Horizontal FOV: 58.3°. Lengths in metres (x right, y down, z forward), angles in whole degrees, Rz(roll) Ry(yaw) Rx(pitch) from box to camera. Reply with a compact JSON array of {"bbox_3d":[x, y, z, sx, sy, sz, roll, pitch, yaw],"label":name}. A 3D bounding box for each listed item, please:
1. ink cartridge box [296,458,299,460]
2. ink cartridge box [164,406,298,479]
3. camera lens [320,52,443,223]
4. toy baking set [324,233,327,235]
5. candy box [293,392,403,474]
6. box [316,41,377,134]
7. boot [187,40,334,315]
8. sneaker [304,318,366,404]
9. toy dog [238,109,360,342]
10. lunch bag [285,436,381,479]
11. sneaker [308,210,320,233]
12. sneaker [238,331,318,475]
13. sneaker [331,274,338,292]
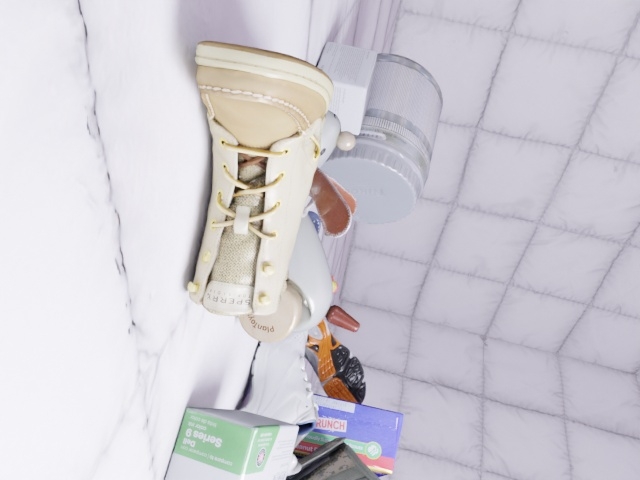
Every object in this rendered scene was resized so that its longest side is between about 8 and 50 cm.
[{"bbox_3d":[-0.064,0.568,1.022,0.283,0.117,0.207,-58,145,-50],"label":"ink cartridge box"},{"bbox_3d":[-0.112,0.304,0.643,0.154,0.093,0.212,48,54,-68],"label":"ink cartridge box"},{"bbox_3d":[0.109,-0.199,1.098,0.219,0.219,0.274,94,11,-60],"label":"camera lens"},{"bbox_3d":[0.056,-0.125,1.743,0.197,0.030,0.256,-55,158,-75],"label":"toy baking set"},{"bbox_3d":[0.004,0.408,1.194,0.317,0.268,0.122,101,2,-63],"label":"candy box"},{"bbox_3d":[0.037,-0.247,0.933,0.101,0.087,0.102,96,9,-55],"label":"box"},{"bbox_3d":[-0.060,-0.035,0.475,0.262,0.095,0.204,23,82,-89],"label":"boot"},{"bbox_3d":[0.011,0.254,1.274,0.099,0.262,0.121,-29,170,-13],"label":"sneaker"},{"bbox_3d":[0.000,0.000,0.786,0.220,0.161,0.334,-66,169,-63],"label":"toy dog"},{"bbox_3d":[-0.017,0.433,0.872,0.287,0.235,0.169,24,-44,61],"label":"lunch bag"},{"bbox_3d":[-0.032,-0.005,1.039,0.059,0.053,0.144,-69,180,-47],"label":"sneaker"},{"bbox_3d":[-0.057,0.261,0.951,0.297,0.129,0.111,-74,155,-42],"label":"sneaker"},{"bbox_3d":[-0.004,0.092,1.336,0.208,0.094,0.081,80,26,-74],"label":"sneaker"}]
